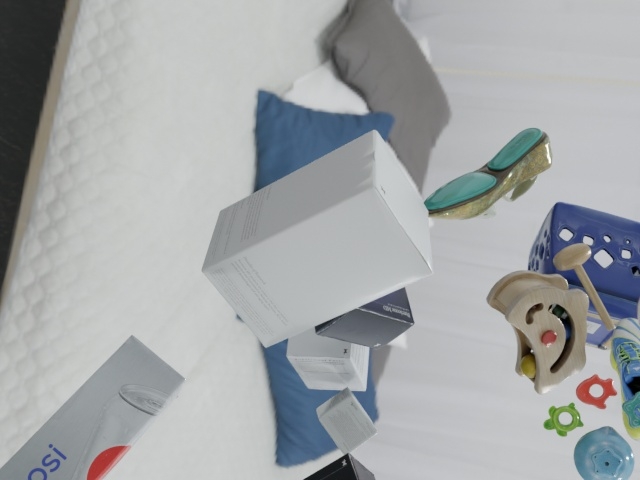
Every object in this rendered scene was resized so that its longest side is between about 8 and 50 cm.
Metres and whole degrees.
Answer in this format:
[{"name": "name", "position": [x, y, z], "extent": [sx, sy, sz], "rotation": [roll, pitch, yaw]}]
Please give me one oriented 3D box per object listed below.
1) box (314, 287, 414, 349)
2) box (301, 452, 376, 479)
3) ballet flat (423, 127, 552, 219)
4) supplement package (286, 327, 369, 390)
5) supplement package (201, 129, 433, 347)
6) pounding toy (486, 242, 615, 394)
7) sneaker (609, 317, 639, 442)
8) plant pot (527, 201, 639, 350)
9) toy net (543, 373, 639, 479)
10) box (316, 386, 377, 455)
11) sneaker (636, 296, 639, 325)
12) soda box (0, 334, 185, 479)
[{"name": "box", "position": [0.064, 0.076, 1.478], "extent": [0.153, 0.108, 0.207], "rotation": [18, 46, -37]}, {"name": "box", "position": [-0.015, 0.498, 1.317], "extent": [0.103, 0.261, 0.184], "rotation": [49, 13, -42]}, {"name": "ballet flat", "position": [0.377, -0.116, 1.778], "extent": [0.349, 0.123, 0.123], "rotation": [-35, 137, -17]}, {"name": "supplement package", "position": [0.022, 0.224, 1.740], "extent": [0.244, 0.139, 0.133], "rotation": [70, 23, -63]}, {"name": "supplement package", "position": [0.000, 0.000, 1.228], "extent": [0.175, 0.293, 0.177], "rotation": [54, 23, -26]}, {"name": "pounding toy", "position": [0.383, 0.143, 1.365], "extent": [0.155, 0.154, 0.269], "rotation": [-130, -150, -62]}, {"name": "sneaker", "position": [0.554, 0.219, 1.397], "extent": [0.126, 0.091, 0.240], "rotation": [66, 21, -50]}, {"name": "plant pot", "position": [0.550, 0.086, 1.673], "extent": [0.236, 0.236, 0.212], "rotation": [92, 16, -65]}, {"name": "toy net", "position": [0.380, 0.186, 0.937], "extent": [0.232, 0.122, 0.045], "rotation": [-36, 167, 8]}, {"name": "box", "position": [0.054, 0.380, 1.713], "extent": [0.102, 0.087, 0.101], "rotation": [56, -3, -2]}, {"name": "sneaker", "position": [0.481, 0.038, 0.956], "extent": [0.236, 0.105, 0.095], "rotation": [-47, 123, -17]}, {"name": "soda box", "position": [-0.299, 0.258, 1.013], "extent": [0.286, 0.098, 0.091], "rotation": [-48, 175, -29]}]
